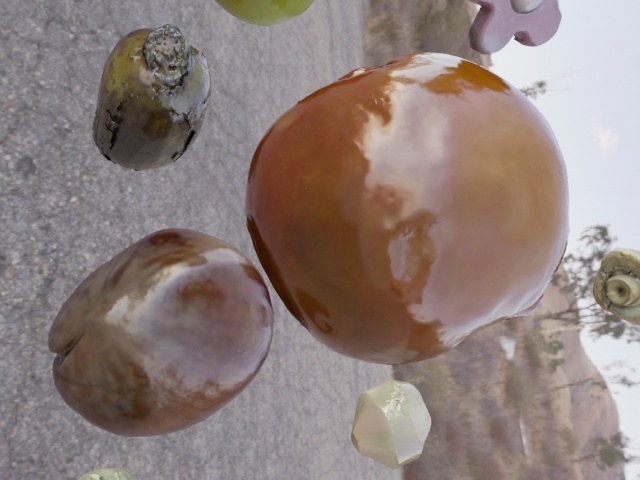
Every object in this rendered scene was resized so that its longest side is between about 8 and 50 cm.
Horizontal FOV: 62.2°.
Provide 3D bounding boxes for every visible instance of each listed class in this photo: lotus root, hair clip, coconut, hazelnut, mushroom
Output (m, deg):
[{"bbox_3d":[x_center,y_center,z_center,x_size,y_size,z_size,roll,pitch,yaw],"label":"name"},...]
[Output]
[{"bbox_3d":[-0.317,-0.254,0.994,0.397,0.196,0.179,-33,-122,59],"label":"lotus root"},{"bbox_3d":[0.213,-0.316,0.523,0.075,0.146,0.257,-128,-144,-56],"label":"hair clip"},{"bbox_3d":[0.202,0.549,1.590,0.259,0.259,0.259,-9,90,-77],"label":"coconut"},{"bbox_3d":[-0.294,0.160,0.985,0.359,0.409,0.359,54,-7,10],"label":"hazelnut"},{"bbox_3d":[0.574,0.085,0.974,0.112,0.148,0.148,-3,82,-33],"label":"mushroom"}]

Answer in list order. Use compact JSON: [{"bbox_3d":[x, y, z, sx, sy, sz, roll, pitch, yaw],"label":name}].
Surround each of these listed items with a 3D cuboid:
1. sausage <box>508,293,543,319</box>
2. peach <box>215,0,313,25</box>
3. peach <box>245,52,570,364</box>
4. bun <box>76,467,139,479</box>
[{"bbox_3d":[0.402,0.165,1.392,0.094,0.349,0.097,-97,-177,-63],"label":"sausage"},{"bbox_3d":[-0.103,-0.578,0.976,0.281,0.314,0.315,-51,127,-29],"label":"peach"},{"bbox_3d":[0.089,-0.043,0.587,0.301,0.343,0.343,64,16,-8],"label":"peach"},{"bbox_3d":[-0.345,0.432,0.756,0.220,0.134,0.220,-163,-90,-87],"label":"bun"}]
